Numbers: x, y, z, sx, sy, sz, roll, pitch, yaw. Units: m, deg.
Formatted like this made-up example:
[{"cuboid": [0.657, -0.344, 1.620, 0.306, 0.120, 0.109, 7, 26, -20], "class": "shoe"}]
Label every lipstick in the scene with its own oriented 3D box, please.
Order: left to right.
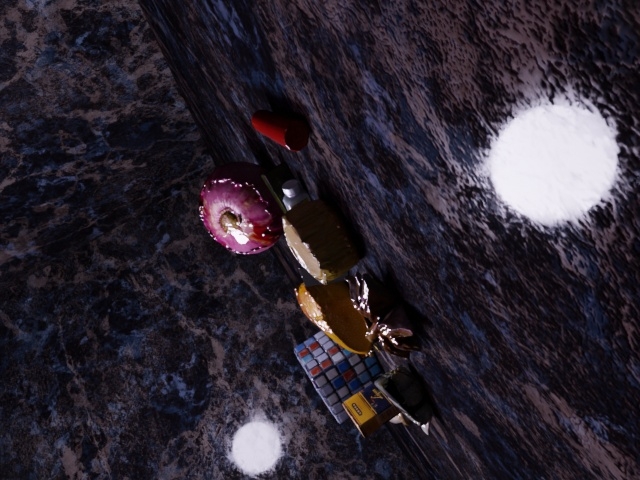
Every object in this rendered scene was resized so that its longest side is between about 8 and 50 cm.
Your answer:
[{"cuboid": [-0.103, -0.279, 1.210, 0.073, 0.073, 0.280, 64, 169, -29], "class": "lipstick"}]

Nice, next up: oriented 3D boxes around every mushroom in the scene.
[{"cuboid": [0.334, 0.750, 2.144, 0.212, 0.088, 0.096, 139, 131, -75], "class": "mushroom"}]

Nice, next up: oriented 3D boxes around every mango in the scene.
[{"cuboid": [0.065, 0.255, 1.742, 0.350, 0.201, 0.199, 48, -155, 13], "class": "mango"}]

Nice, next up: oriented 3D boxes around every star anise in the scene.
[{"cuboid": [0.161, 0.207, 1.280, 0.292, 0.109, 0.349, 64, 171, -2], "class": "star anise"}]

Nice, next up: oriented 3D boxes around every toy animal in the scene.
[{"cuboid": [0.186, 0.396, 1.908, 0.099, 0.057, 0.241, 64, 173, 8], "class": "toy animal"}]

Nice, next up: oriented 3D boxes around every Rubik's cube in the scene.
[{"cuboid": [0.093, 0.570, 2.186, 0.286, 0.293, 0.292, 63, 171, -23], "class": "Rubik's cube"}]

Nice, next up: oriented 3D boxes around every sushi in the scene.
[{"cuboid": [0.301, 0.512, 1.592, 0.273, 0.109, 0.134, 46, 169, -12], "class": "sushi"}]

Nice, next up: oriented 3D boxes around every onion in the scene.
[{"cuboid": [-0.284, -0.143, 1.874, 0.358, 0.358, 0.344, 69, -152, -47], "class": "onion"}]

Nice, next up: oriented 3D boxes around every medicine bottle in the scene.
[{"cuboid": [-0.073, -0.126, 1.507, 0.055, 0.074, 0.118, 47, 164, 51], "class": "medicine bottle"}]

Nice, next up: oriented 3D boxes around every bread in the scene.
[{"cuboid": [0.000, 0.000, 1.352, 0.227, 0.142, 0.253, 57, 167, 12], "class": "bread"}]

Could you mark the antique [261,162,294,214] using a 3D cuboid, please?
[{"cuboid": [-0.101, -0.139, 1.602, 0.220, 0.080, 0.081, 59, 171, -11], "class": "antique"}]

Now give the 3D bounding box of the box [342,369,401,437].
[{"cuboid": [0.217, 0.599, 1.811, 0.070, 0.237, 0.152, 66, 168, -23], "class": "box"}]

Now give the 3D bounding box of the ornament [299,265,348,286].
[{"cuboid": [0.000, 0.026, 1.630, 0.166, 0.153, 0.196, 79, 180, -62], "class": "ornament"}]
